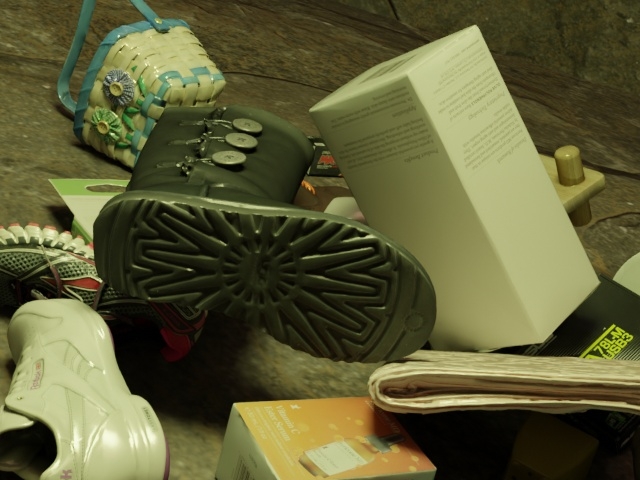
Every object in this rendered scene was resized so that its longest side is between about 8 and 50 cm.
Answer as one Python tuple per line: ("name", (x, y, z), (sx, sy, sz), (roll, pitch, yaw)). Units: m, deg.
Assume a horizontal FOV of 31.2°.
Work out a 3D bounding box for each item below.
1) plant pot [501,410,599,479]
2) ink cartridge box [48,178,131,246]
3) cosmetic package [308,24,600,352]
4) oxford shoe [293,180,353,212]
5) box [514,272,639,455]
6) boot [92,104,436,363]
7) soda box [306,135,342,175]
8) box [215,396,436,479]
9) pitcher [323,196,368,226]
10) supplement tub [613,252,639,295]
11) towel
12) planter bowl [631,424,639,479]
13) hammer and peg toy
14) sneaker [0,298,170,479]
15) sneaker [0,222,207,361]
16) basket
("plant pot", (0.241, 0.248, 1.247), (0.081, 0.081, 0.083), (26, 32, 25))
("ink cartridge box", (-0.261, -0.015, 1.565), (0.171, 0.056, 0.235), (0, 24, -33))
("cosmetic package", (0.166, -0.052, 1.424), (0.197, 0.365, 0.155), (-12, 21, 50))
("oxford shoe", (-0.034, -0.057, 1.664), (0.097, 0.098, 0.271), (35, 30, 32))
("box", (0.366, 0.151, 1.453), (0.191, 0.045, 0.184), (-40, 50, -16))
("boot", (-0.050, -0.033, 1.355), (0.367, 0.146, 0.445), (18, 16, -4))
("soda box", (0.045, -0.149, 2.044), (0.169, 0.060, 0.053), (0, 26, -29))
("box", (0.003, 0.228, 1.128), (0.170, 0.091, 0.130), (1, 27, -29))
("pitcher", (0.095, 0.024, 1.634), (0.207, 0.125, 0.178), (29, 4, 7))
("supplement tub", (0.574, 0.091, 1.590), (0.331, 0.241, 0.241), (-8, 32, -41))
("towel", (0.221, 0.157, 1.247), (0.317, 0.053, 0.332), (2, -3, 8))
("planter bowl", (0.414, 0.269, 1.230), (0.162, 0.162, 0.109), (16, 50, 3))
("hammer and peg toy", (0.223, -0.079, 1.749), (0.266, 0.127, 0.361), (-31, 31, -22))
("sneaker", (-0.264, 0.148, 1.117), (0.152, 0.114, 0.305), (-1, 28, -35))
("sneaker", (-0.280, 0.061, 1.318), (0.299, 0.121, 0.112), (7, 53, 1))
("basket", (-0.308, -0.266, 1.854), (0.201, 0.254, 0.289), (-14, 48, -45))
